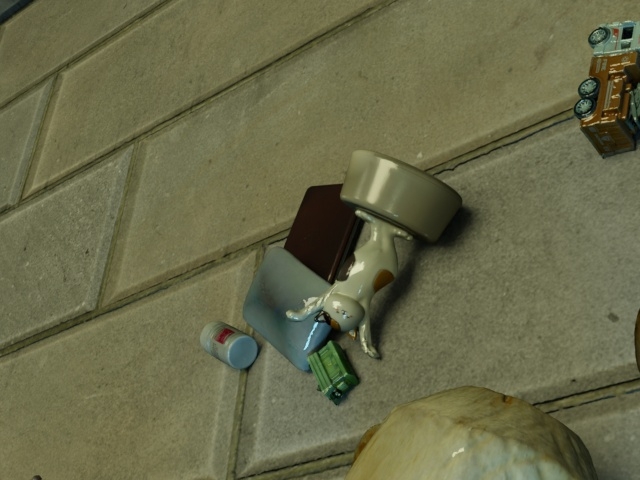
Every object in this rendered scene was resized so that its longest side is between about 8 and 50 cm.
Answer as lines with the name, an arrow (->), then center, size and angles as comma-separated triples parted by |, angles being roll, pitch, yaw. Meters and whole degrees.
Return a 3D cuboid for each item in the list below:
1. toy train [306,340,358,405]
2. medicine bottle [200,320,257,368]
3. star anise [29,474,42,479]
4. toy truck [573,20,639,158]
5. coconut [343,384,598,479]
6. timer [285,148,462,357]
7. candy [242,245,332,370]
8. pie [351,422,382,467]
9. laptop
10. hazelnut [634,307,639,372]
toy train -> 0.018, 0.192, 1.544 | 0.056, 0.038, 0.093 | -39, 39, 9
medicine bottle -> -0.149, 0.169, 1.719 | 0.091, 0.058, 0.058 | 19, 76, 51
star anise -> -0.504, 0.526, 1.798 | 0.230, 0.081, 0.262 | 11, 81, 50
toy truck -> 0.411, -0.209, 1.404 | 0.115, 0.080, 0.177 | -6, 58, 38
coconut -> 0.140, 0.324, 1.118 | 0.329, 0.329, 0.328 | -27, 44, 30
timer -> 0.073, 0.023, 1.526 | 0.175, 0.175, 0.266 | 20, 84, 52
candy -> -0.048, 0.102, 1.631 | 0.174, 0.071, 0.138 | 37, 109, 43
pie -> 0.092, 0.305, 1.344 | 0.163, 0.079, 0.193 | -7, 56, 53
laptop -> 0.000, 0.000, 1.724 | 0.154, 0.026, 0.207 | -3, 59, 48
hazelnut -> 0.430, 0.095, 1.081 | 0.208, 0.208, 0.208 | -27, 44, 30
